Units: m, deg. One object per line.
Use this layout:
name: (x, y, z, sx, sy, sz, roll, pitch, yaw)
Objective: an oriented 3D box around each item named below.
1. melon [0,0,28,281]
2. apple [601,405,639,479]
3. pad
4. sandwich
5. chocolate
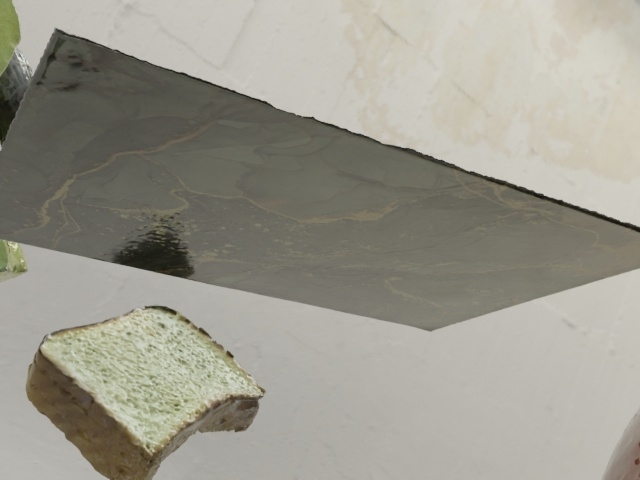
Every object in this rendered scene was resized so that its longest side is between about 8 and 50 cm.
melon: (-0.396, -0.110, 0.787, 0.226, 0.331, 0.343, -13, -93, 4)
apple: (0.302, 0.181, 0.415, 0.345, 0.269, 0.344, 0, -96, 1)
pad: (0.000, 0.000, 0.456, 0.368, 0.248, 0.007, 14, -114, -28)
sandwich: (-0.181, 0.155, 0.807, 0.186, 0.065, 0.215, 37, -159, 15)
chocolate: (-0.360, -0.159, 0.901, 0.072, 0.072, 0.166, -34, -67, -39)
